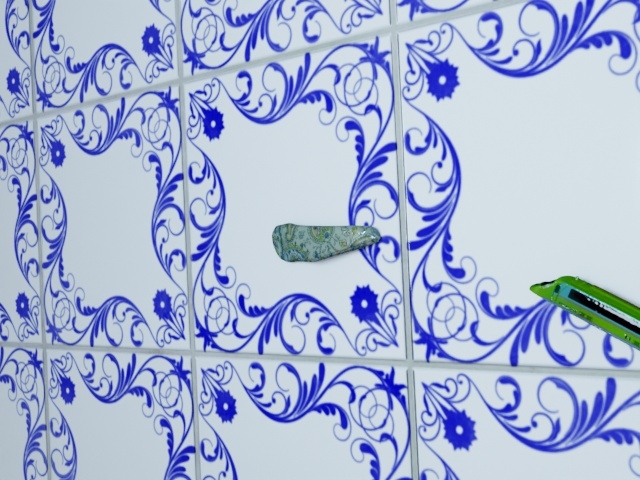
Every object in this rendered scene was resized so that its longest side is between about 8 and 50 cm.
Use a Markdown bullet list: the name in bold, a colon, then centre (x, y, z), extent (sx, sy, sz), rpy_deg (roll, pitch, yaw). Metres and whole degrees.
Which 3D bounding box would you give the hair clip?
- **hair clip**: centre (-0.002, 0.000, 1.578), extent (0.229, 0.036, 0.066), rpy_deg (-4, 94, 43)

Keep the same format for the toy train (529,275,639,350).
- **toy train**: centre (0.354, 0.085, 1.242), extent (0.209, 0.044, 0.042), rpy_deg (31, 112, 38)
